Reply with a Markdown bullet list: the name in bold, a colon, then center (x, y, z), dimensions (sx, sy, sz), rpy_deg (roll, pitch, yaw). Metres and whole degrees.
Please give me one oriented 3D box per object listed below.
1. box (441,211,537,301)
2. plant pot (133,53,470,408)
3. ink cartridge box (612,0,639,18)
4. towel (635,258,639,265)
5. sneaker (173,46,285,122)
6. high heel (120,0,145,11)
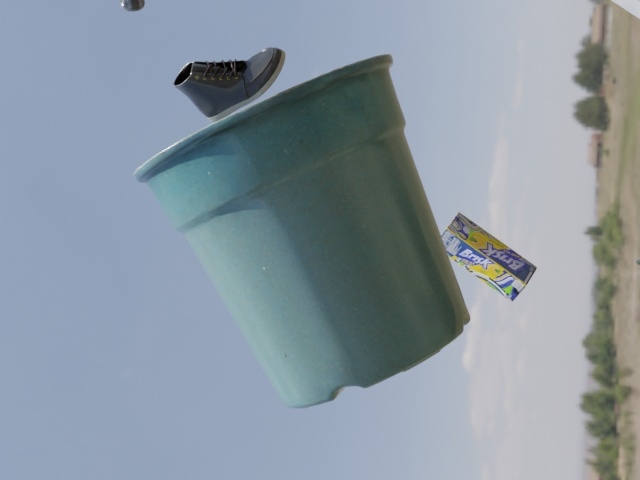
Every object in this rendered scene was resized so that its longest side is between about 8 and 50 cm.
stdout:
- **box**: center (0.286, 0.028, 1.666), dimensions (0.059, 0.169, 0.054), rpy_deg (-48, -9, -44)
- **plant pot**: center (0.000, 0.000, 1.161), dimensions (0.334, 0.341, 0.341), rpy_deg (65, -161, -2)
- **ink cartridge box**: center (0.370, -0.356, 0.914), dimensions (0.197, 0.114, 0.273), rpy_deg (-51, -12, -9)
- **towel**: center (0.427, 0.034, 1.029), dimensions (0.110, 0.148, 0.027), rpy_deg (20, 102, 61)
- **sneaker**: center (-0.177, -0.320, 1.853), dimensions (0.118, 0.222, 0.083), rpy_deg (36, -144, -34)
- **high heel**: center (-0.296, -0.480, 1.364), dimensions (0.186, 0.093, 0.261), rpy_deg (101, 150, -57)
